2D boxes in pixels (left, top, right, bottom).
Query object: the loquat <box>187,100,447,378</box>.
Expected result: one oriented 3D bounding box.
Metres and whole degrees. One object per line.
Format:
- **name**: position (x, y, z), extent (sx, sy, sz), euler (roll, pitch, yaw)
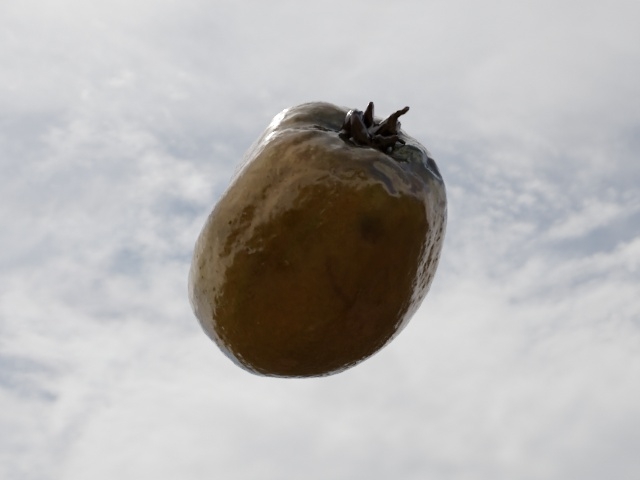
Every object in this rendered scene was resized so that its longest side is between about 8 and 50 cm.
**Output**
- **loquat**: position (0.000, 0.000, 0.749), extent (0.176, 0.187, 0.234), euler (25, -67, -22)
